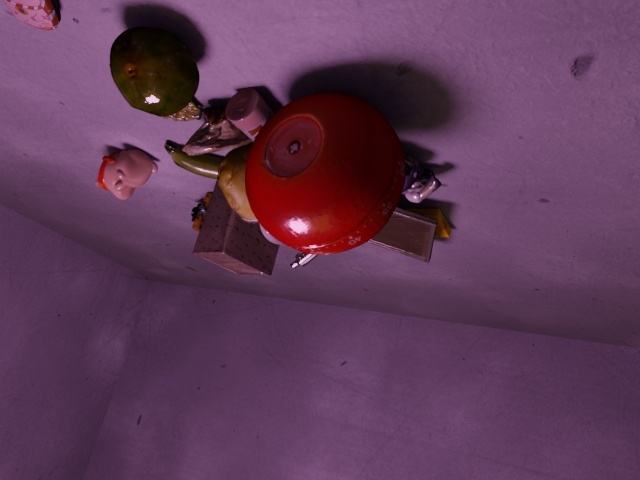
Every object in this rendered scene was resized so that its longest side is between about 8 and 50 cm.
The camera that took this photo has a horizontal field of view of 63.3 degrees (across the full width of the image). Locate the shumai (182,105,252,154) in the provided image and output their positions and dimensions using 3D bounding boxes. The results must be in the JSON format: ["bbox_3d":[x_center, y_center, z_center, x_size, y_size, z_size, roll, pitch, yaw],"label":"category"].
[{"bbox_3d":[-0.282,-0.300,1.400,0.201,0.120,0.201,-10,-164,3],"label":"shumai"}]

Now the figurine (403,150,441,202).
[{"bbox_3d":[0.199,-0.174,1.399,0.222,0.145,0.145,23,159,-29],"label":"figurine"}]

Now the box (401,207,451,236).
[{"bbox_3d":[0.297,-0.061,1.784,0.269,0.043,0.152,1,154,31],"label":"box"}]

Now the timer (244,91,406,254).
[{"bbox_3d":[0.005,-0.157,1.202,0.378,0.377,0.279,2,160,31],"label":"timer"}]

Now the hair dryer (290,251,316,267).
[{"bbox_3d":[0.000,0.010,1.602,0.155,0.284,0.320,46,-168,26],"label":"hair dryer"}]

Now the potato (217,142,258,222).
[{"bbox_3d":[-0.156,-0.192,1.478,0.300,0.246,0.196,-16,124,24],"label":"potato"}]

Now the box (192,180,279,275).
[{"bbox_3d":[-0.275,-0.047,1.831,0.190,0.297,0.225,-5,153,43],"label":"box"}]

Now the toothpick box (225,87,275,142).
[{"bbox_3d":[-0.160,-0.305,1.328,0.099,0.098,0.149,3,159,30],"label":"toothpick box"}]

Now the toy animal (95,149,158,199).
[{"bbox_3d":[-0.684,-0.236,1.807,0.198,0.171,0.171,-6,153,39],"label":"toy animal"}]

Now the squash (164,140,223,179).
[{"bbox_3d":[-0.355,-0.243,1.686,0.319,0.080,0.071,16,-161,-2],"label":"squash"}]

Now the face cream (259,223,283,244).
[{"bbox_3d":[-0.095,-0.070,1.756,0.177,0.177,0.153,28,164,-34],"label":"face cream"}]

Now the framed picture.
[{"bbox_3d":[0.171,-0.062,1.767,0.446,0.028,0.326,19,161,14],"label":"framed picture"}]

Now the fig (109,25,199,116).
[{"bbox_3d":[-0.369,-0.383,1.186,0.196,0.195,0.245,15,-166,-3],"label":"fig"}]

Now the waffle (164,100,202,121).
[{"bbox_3d":[-0.417,-0.376,1.401,0.169,0.036,0.183,6,159,27],"label":"waffle"}]

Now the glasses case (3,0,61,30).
[{"bbox_3d":[-0.607,-0.529,1.051,0.103,0.067,0.266,14,162,-6],"label":"glasses case"}]

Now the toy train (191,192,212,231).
[{"bbox_3d":[-0.367,-0.051,2.115,0.232,0.163,0.369,7,162,44],"label":"toy train"}]
